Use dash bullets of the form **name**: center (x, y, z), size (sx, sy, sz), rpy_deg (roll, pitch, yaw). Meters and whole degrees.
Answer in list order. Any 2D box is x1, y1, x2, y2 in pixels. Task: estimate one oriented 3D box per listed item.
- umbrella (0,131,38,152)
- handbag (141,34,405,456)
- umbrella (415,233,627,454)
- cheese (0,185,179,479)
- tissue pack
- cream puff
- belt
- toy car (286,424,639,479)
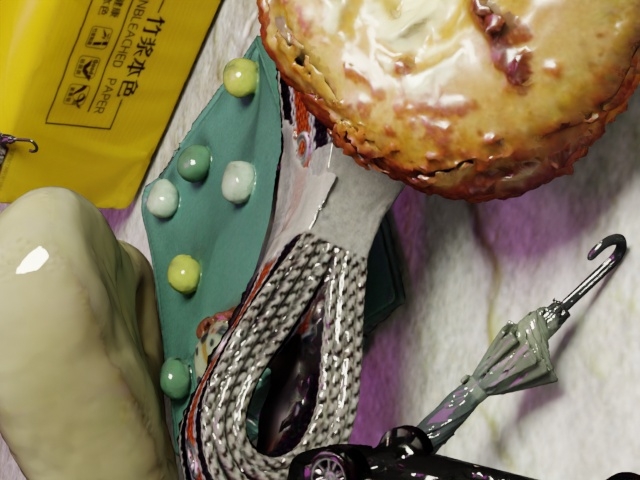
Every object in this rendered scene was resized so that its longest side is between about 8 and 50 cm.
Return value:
- **umbrella**: center (-0.322, -0.098, 1.130), size (0.013, 0.122, 0.022), rpy_deg (-63, -28, -42)
- **handbag**: center (-0.062, 0.001, 0.938), size (0.269, 0.100, 0.274), rpy_deg (-44, 44, 44)
- **umbrella**: center (0.081, 0.099, 0.669), size (0.269, 0.044, 0.044), rpy_deg (-47, 54, 12)
- **cheese**: center (-0.210, 0.059, 1.008), size (0.351, 0.129, 0.328), rpy_deg (-107, 6, -49)
- **tissue pack**: center (-0.266, -0.265, 1.226), size (0.293, 0.228, 0.382), rpy_deg (47, 122, 36)
- **cream puff**: center (0.087, -0.144, 0.653), size (0.240, 0.164, 0.240), rpy_deg (0, 91, 27)
- **belt**: center (0.000, 0.000, 0.739), size (0.094, 0.126, 0.359), rpy_deg (-29, 37, 61)
- **toy car**: center (0.077, 0.161, 0.586), size (0.209, 0.089, 0.108), rpy_deg (9, 97, 31)
